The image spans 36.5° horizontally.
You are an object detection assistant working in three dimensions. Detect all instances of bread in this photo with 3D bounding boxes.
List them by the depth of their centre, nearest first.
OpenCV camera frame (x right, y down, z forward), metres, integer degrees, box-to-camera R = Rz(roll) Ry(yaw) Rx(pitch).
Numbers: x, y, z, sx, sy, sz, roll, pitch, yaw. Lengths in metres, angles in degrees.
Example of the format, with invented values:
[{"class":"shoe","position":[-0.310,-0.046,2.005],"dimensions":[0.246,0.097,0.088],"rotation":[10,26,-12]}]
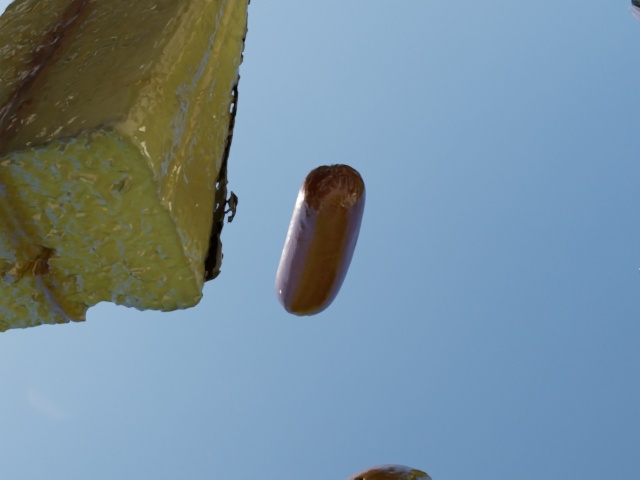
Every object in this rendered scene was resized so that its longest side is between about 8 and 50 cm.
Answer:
[{"class":"bread","position":[-0.227,-0.125,1.010],"dimensions":[0.346,0.242,0.404],"rotation":[1,-128,27]}]

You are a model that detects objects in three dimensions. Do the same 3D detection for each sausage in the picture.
[{"class":"sausage","position":[0.000,0.000,1.010],"dimensions":[0.076,0.197,0.076],"rotation":[8,-138,-7]}]

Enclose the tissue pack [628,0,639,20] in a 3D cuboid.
[{"class":"tissue pack","position":[0.551,-0.365,1.545],"dimensions":[0.116,0.065,0.155],"rotation":[34,-164,9]}]

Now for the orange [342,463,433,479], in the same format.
[{"class":"orange","position":[0.057,0.264,0.795],"dimensions":[0.157,0.134,0.156],"rotation":[-12,-118,23]}]
